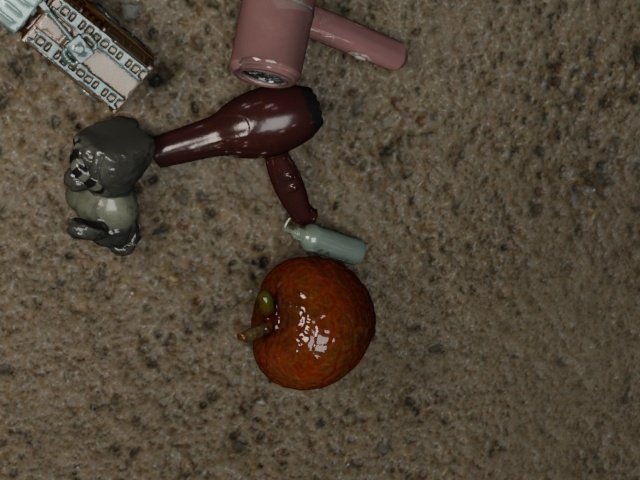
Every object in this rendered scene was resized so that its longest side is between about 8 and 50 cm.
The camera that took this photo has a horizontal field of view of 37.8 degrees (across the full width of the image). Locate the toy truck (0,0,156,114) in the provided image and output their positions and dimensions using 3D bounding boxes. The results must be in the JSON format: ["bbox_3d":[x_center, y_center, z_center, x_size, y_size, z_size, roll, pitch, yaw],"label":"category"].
[{"bbox_3d":[-0.419,-0.344,1.527,0.305,0.162,0.136,39,96,-22],"label":"toy truck"}]

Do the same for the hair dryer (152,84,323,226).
[{"bbox_3d":[-0.113,-0.110,1.737,0.312,0.123,0.340,-20,123,4],"label":"hair dryer"}]

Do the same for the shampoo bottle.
[{"bbox_3d":[0.000,0.000,1.777,0.195,0.056,0.056,17,104,-39],"label":"shampoo bottle"}]

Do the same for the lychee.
[{"bbox_3d":[-0.029,0.156,1.760,0.300,0.255,0.255,9,106,-27],"label":"lychee"}]

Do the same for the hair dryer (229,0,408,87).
[{"bbox_3d":[0.018,-0.350,1.648,0.352,0.125,0.210,14,82,-31],"label":"hair dryer"}]

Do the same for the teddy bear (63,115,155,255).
[{"bbox_3d":[-0.388,-0.084,1.630,0.144,0.171,0.251,22,108,13],"label":"teddy bear"}]
